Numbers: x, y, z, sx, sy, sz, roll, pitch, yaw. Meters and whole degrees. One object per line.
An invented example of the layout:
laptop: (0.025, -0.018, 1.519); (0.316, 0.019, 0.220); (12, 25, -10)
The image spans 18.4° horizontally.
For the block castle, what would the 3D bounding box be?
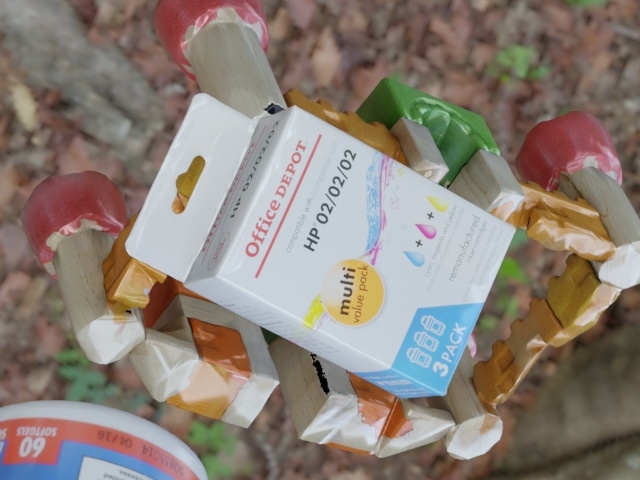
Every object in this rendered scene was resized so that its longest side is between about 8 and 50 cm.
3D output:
block castle: (0.015, -0.017, 1.613); (0.453, 0.213, 0.303); (18, 123, -34)

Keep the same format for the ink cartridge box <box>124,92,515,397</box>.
ink cartridge box: (0.000, 0.000, 1.063); (0.181, 0.061, 0.104); (28, 76, -17)

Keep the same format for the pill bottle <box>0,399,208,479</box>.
pill bottle: (-0.126, 0.194, 0.890); (0.124, 0.124, 0.221); (65, 27, -50)
